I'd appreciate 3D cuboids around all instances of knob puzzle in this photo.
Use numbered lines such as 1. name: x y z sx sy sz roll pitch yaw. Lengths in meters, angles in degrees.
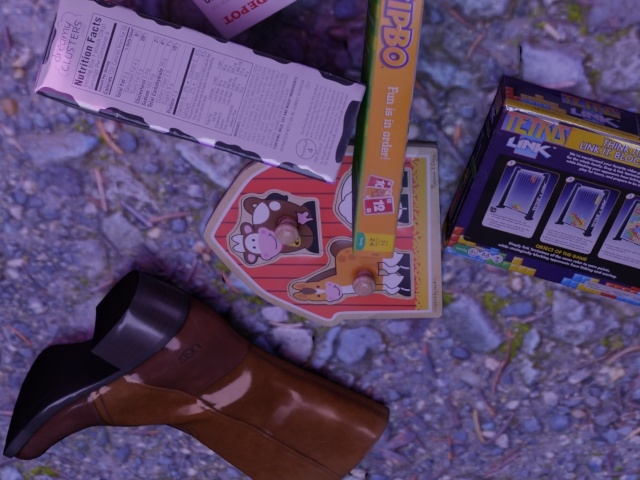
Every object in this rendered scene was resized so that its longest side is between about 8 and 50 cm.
1. knob puzzle: 0.000 0.000 0.945 0.213 0.030 0.213 3 127 5

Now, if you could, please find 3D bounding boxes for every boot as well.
1. boot: -0.120 0.168 1.072 0.280 0.096 0.264 33 116 -26

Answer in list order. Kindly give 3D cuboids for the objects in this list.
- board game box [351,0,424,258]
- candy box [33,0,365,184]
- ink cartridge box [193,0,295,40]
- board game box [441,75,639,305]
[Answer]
1. board game box: 0.045 -0.129 0.773 0.039 0.124 0.259 2 122 0
2. candy box: -0.079 -0.099 0.791 0.196 0.165 0.070 17 93 -5
3. ink cartridge box: -0.061 -0.214 0.769 0.099 0.056 0.135 -25 121 28
4. board game box: 0.194 -0.034 0.885 0.170 0.048 0.141 16 125 -5
